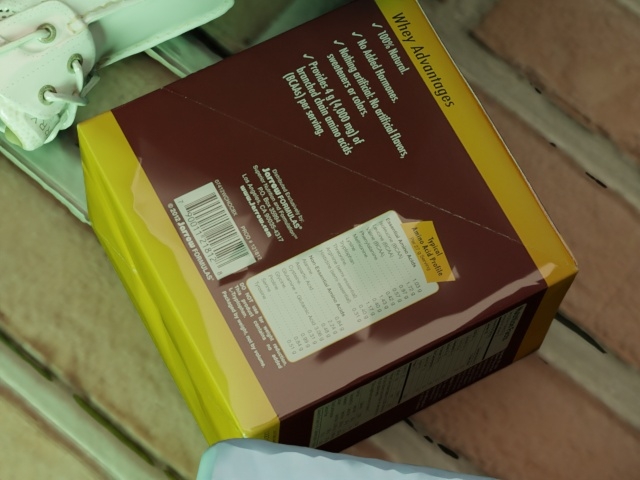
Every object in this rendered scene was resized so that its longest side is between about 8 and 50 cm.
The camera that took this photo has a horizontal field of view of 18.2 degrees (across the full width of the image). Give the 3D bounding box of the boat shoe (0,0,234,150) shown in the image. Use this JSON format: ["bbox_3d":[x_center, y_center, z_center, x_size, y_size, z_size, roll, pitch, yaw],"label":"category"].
[{"bbox_3d":[-0.169,-0.093,1.114,0.277,0.098,0.096,-18,71,-1],"label":"boat shoe"}]

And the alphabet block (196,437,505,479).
[{"bbox_3d":[0.022,0.219,0.946,0.193,0.197,0.192,11,69,1],"label":"alphabet block"}]

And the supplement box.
[{"bbox_3d":[0.000,0.000,1.066,0.194,0.129,0.191,-25,72,-13],"label":"supplement box"}]
